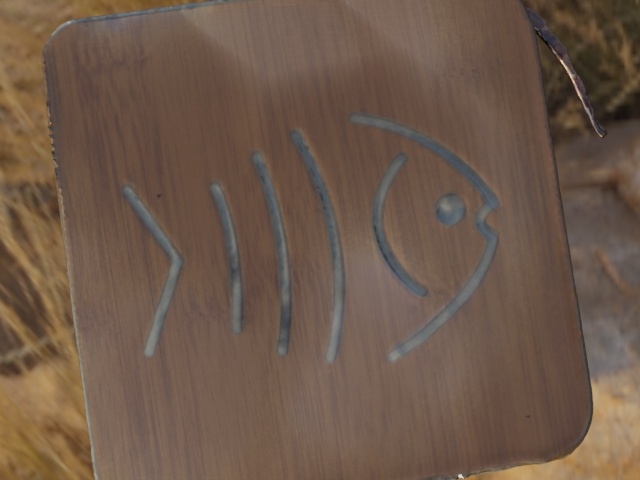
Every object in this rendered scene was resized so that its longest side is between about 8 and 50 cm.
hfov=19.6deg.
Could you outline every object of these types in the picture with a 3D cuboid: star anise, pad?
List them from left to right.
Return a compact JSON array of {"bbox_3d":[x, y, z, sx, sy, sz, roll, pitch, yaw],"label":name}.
[{"bbox_3d":[0.000,0.000,1.037,0.284,0.018,0.286,-8,85,-6],"label":"pad"},{"bbox_3d":[0.132,-0.136,1.344,0.070,0.097,0.190,-43,94,-25],"label":"star anise"}]
